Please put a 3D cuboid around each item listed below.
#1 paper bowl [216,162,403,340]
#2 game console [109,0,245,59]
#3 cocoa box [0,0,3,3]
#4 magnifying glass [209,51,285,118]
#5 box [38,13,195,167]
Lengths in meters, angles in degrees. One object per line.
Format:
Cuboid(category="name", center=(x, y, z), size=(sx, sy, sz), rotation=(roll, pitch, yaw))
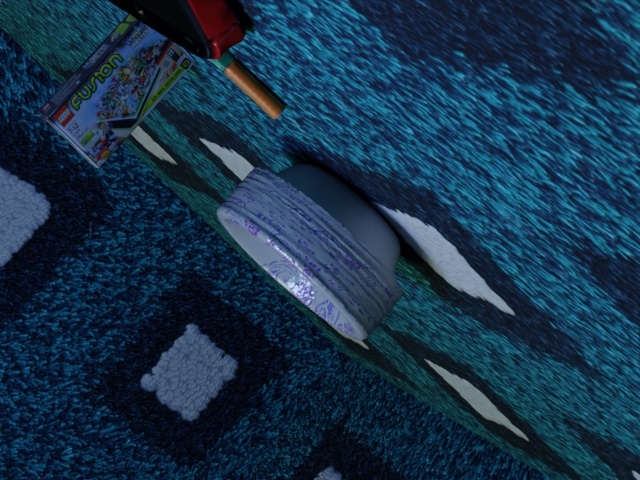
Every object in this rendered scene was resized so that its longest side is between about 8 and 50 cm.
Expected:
Cuboid(category="paper bowl", center=(0.000, 0.000, 2.138), size=(0.284, 0.148, 0.284), rotation=(40, 172, 6))
Cuboid(category="game console", center=(-0.264, -0.380, 1.699), size=(0.386, 0.060, 0.342), rotation=(34, 164, 35))
Cuboid(category="cocoa box", center=(-0.369, -0.416, 1.322), size=(0.347, 0.228, 0.231), rotation=(37, 171, 27))
Cuboid(category="magnifying glass", center=(-0.137, -0.241, 1.916), size=(0.231, 0.026, 0.092), rotation=(41, 172, -8))
Cuboid(category="box", center=(-0.282, -0.214, 2.075), size=(0.114, 0.207, 0.036), rotation=(47, 170, -37))
